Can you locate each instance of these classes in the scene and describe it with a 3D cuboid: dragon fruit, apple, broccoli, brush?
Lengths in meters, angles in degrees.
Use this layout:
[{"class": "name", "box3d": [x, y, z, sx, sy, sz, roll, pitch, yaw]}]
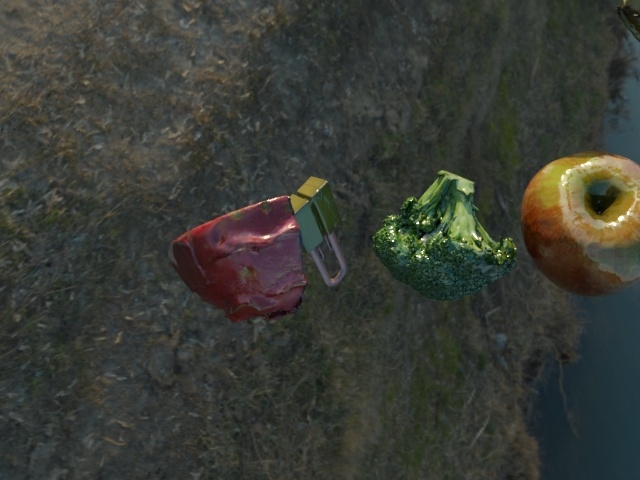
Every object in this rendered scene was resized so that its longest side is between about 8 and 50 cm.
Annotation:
[{"class": "dragon fruit", "box3d": [-0.127, 0.036, 0.918, 0.189, 0.261, 0.163, 11, 74, -22]}, {"class": "apple", "box3d": [0.541, -0.022, 1.261, 0.250, 0.277, 0.309, 73, 25, -51]}, {"class": "broccoli", "box3d": [0.268, -0.001, 1.347, 0.307, 0.307, 0.275, 2, 108, -42]}, {"class": "brush", "box3d": [0.000, 0.000, 1.198, 0.103, 0.047, 0.233, -45, 136, -24]}]

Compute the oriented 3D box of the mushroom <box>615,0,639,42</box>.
[{"class": "mushroom", "box3d": [0.528, -0.360, 0.823, 0.352, 0.260, 0.352, 35, 29, -22]}]
